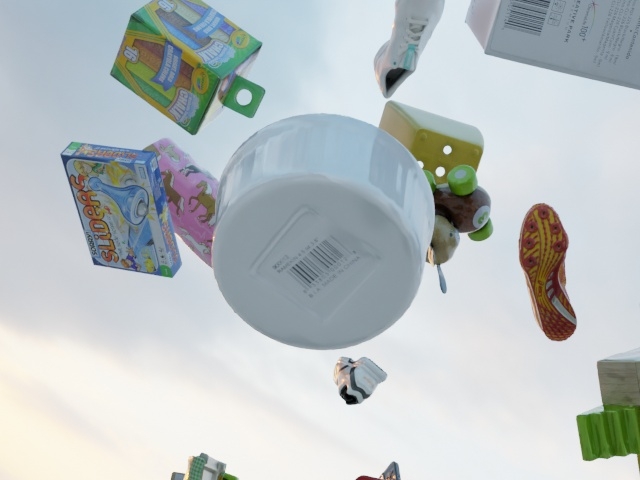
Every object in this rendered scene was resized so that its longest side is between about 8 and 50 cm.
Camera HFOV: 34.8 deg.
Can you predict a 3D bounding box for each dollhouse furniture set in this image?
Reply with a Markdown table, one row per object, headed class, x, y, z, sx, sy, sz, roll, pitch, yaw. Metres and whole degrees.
| class | x | y | z | sx | sy | sz | roll | pitch | yaw |
| --- | --- | --- | --- | --- | --- | --- | --- | --- | --- |
| dollhouse furniture set | -0.248 | 0.457 | 1.703 | 0.151 | 0.197 | 0.301 | 7 | -17 | 8 |

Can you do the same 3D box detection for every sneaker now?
| class | x | y | z | sx | sy | sz | roll | pitch | yaw |
| --- | --- | --- | --- | --- | --- | --- | --- | --- | --- |
| sneaker | 0.029 | 0.142 | 1.025 | 0.040 | 0.044 | 0.109 | 40 | -16 | -3 |
| sneaker | 0.143 | -0.315 | 1.622 | 0.080 | 0.094 | 0.212 | 13 | -42 | -9 |
| sneaker | 0.271 | 0.038 | 1.250 | 0.067 | 0.064 | 0.175 | -103 | -176 | -74 |

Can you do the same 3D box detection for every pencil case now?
| class | x | y | z | sx | sy | sz | roll | pitch | yaw |
| --- | --- | --- | --- | --- | --- | --- | --- | --- | --- |
| pencil case | -0.206 | -0.029 | 1.953 | 0.386 | 0.160 | 0.167 | 39 | 14 | 11 |

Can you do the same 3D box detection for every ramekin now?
| class | x | y | z | sx | sy | sz | roll | pitch | yaw |
| --- | --- | --- | --- | --- | --- | --- | --- | --- | --- |
| ramekin | 0.000 | 0.000 | 1.233 | 0.277 | 0.135 | 0.277 | 2 | -59 | 4 |

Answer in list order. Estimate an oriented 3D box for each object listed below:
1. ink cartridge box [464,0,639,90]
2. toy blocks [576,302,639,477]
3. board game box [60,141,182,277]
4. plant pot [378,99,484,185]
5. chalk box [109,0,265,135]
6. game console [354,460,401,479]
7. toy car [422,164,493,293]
| class | x | y | z | sx | sy | sz | roll | pitch | yaw |
| --- | --- | --- | --- | --- | --- | --- | --- | --- | --- |
| ink cartridge box | 0.346 | -0.296 | 1.340 | 0.272 | 0.130 | 0.309 | 13 | 19 | -2 |
| toy blocks | 0.486 | 0.146 | 1.069 | 0.261 | 0.381 | 0.190 | -8 | -89 | 49 |
| board game box | -0.281 | -0.042 | 1.457 | 0.136 | 0.035 | 0.201 | 8 | -50 | 20 |
| plant pot | 0.221 | -0.152 | 2.077 | 0.212 | 0.212 | 0.187 | 16 | 7 | -11 |
| chalk box | -0.185 | -0.260 | 1.548 | 0.213 | 0.132 | 0.132 | 36 | -46 | 4 |
| game console | 0.053 | 0.403 | 1.576 | 0.085 | 0.144 | 0.124 | 33 | 14 | -9 |
| toy car | 0.220 | -0.009 | 1.787 | 0.149 | 0.188 | 0.155 | -5 | -42 | 21 |
